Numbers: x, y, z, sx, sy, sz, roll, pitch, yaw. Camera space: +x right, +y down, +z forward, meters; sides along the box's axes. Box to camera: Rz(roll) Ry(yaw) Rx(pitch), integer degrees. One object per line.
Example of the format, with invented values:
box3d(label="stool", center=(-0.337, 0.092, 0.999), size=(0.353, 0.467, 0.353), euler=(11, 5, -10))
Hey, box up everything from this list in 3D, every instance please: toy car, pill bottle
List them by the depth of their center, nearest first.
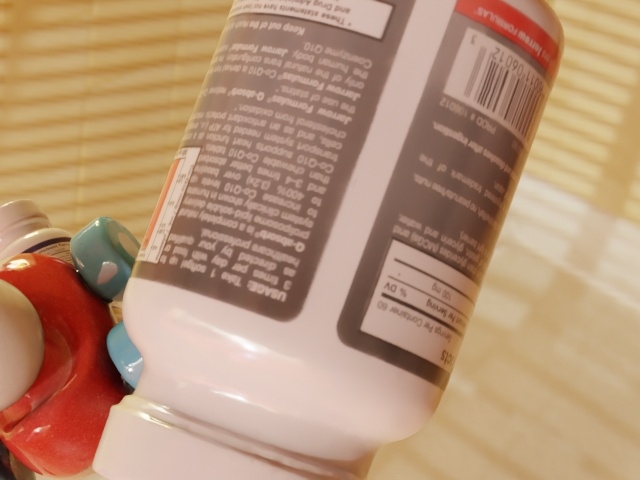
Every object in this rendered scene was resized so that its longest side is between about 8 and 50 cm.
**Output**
box3d(label="pill bottle", center=(0.000, 0.000, 1.012), size=(0.210, 0.363, 0.210), euler=(20, 173, 3))
box3d(label="toy car", center=(-0.268, 0.076, 1.312), size=(0.238, 0.219, 0.210), euler=(37, -160, -52))
box3d(label="pill bottle", center=(-0.296, 0.052, 1.755), size=(0.112, 0.112, 0.186), euler=(-19, -116, -38))
